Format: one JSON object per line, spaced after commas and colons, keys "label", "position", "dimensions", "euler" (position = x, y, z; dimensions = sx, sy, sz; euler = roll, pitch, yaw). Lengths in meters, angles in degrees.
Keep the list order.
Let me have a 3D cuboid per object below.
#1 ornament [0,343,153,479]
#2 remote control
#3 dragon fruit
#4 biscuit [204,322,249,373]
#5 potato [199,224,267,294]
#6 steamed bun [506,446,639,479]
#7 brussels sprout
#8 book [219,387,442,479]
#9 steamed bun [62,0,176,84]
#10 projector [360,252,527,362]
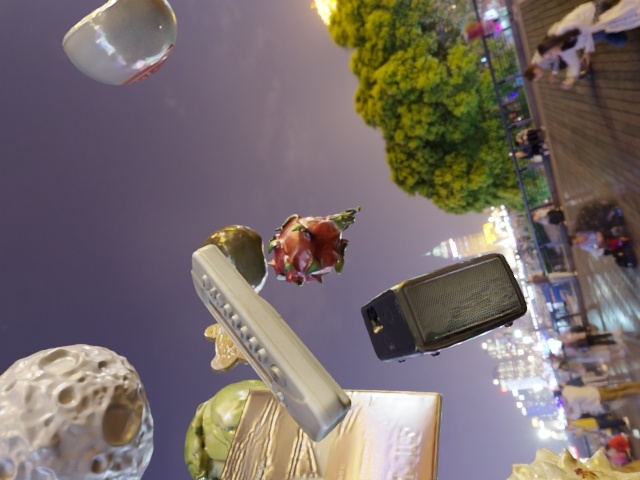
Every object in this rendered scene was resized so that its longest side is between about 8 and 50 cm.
{"label": "ornament", "position": [-0.499, 0.372, 0.880], "dimensions": [0.337, 0.338, 0.336], "euler": [47, -145, -49]}
{"label": "remote control", "position": [-0.059, 0.102, 0.487], "dimensions": [0.230, 0.049, 0.090], "euler": [45, 150, 23]}
{"label": "dragon fruit", "position": [0.000, -0.001, 0.915], "dimensions": [0.137, 0.236, 0.135], "euler": [25, 141, 63]}
{"label": "biscuit", "position": [-0.240, 0.259, 1.275], "dimensions": [0.240, 0.158, 0.035], "euler": [-111, 13, -49]}
{"label": "potato", "position": [-0.227, 0.064, 1.193], "dimensions": [0.178, 0.235, 0.160], "euler": [0, -142, -31]}
{"label": "steamed bun", "position": [0.429, 0.417, 0.694], "dimensions": [0.295, 0.293, 0.136], "euler": [-16, -72, -65]}
{"label": "brussels sprout", "position": [-0.229, 0.639, 1.542], "dimensions": [0.361, 0.426, 0.342], "euler": [-113, 34, -59]}
{"label": "book", "position": [-0.001, 0.364, 0.729], "dimensions": [0.028, 0.374, 0.262], "euler": [57, -144, -38]}
{"label": "steamed bun", "position": [-0.477, -0.493, 1.145], "dimensions": [0.177, 0.283, 0.282], "euler": [54, -150, -29]}
{"label": "projector", "position": [0.393, 0.234, 1.516], "dimensions": [0.395, 0.406, 0.241], "euler": [120, 132, -68]}
